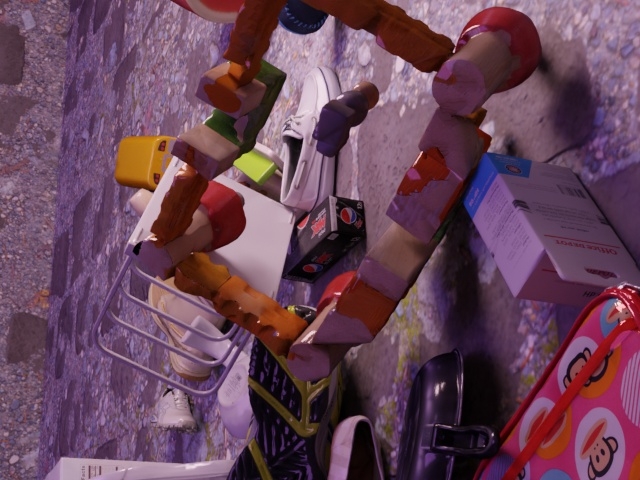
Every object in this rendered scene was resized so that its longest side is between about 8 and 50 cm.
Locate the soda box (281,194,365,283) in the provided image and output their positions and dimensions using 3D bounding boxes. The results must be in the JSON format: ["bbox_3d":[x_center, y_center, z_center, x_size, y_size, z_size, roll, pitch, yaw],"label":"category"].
[{"bbox_3d":[0.000,0.000,1.485,0.169,0.053,0.060,-43,45,53],"label":"soda box"}]

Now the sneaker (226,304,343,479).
[{"bbox_3d":[-0.032,0.278,1.392,0.147,0.145,0.385,11,-88,-74],"label":"sneaker"}]

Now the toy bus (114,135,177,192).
[{"bbox_3d":[-0.322,-0.148,2.130,0.332,0.130,0.108,12,93,65],"label":"toy bus"}]

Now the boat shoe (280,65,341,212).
[{"bbox_3d":[-0.019,-0.153,1.546,0.083,0.075,0.226,-32,54,58],"label":"boat shoe"}]

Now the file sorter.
[{"bbox_3d":[-0.169,0.044,1.433,0.173,0.192,0.278,-59,9,27],"label":"file sorter"}]

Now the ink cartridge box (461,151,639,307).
[{"bbox_3d":[0.211,0.002,0.971,0.060,0.104,0.180,-64,30,33],"label":"ink cartridge box"}]

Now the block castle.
[{"bbox_3d":[0.015,-0.098,1.167,0.213,0.303,0.453,-44,-16,-56],"label":"block castle"}]

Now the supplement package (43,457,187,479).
[{"bbox_3d":[-0.331,0.492,1.789,0.199,0.262,0.198,133,138,-52],"label":"supplement package"}]

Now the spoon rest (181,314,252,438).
[{"bbox_3d":[-0.129,0.208,1.666,0.137,0.084,0.276,-56,35,5],"label":"spoon rest"}]

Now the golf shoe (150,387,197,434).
[{"bbox_3d":[-0.267,0.308,1.951,0.176,0.069,0.086,-5,72,64],"label":"golf shoe"}]

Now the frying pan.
[{"bbox_3d":[0.113,0.220,1.048,0.326,0.053,0.197,-78,-2,-79],"label":"frying pan"}]

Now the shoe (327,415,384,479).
[{"bbox_3d":[0.039,0.316,1.273,0.058,0.076,0.219,141,134,-64],"label":"shoe"}]

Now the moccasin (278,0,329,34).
[{"bbox_3d":[0.000,-0.473,1.540,0.116,0.137,0.342,9,91,61],"label":"moccasin"}]

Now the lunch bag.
[{"bbox_3d":[0.237,0.187,0.856,0.258,0.120,0.293,-105,33,-49],"label":"lunch bag"}]

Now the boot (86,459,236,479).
[{"bbox_3d":[-0.244,0.418,1.654,0.095,0.258,0.124,87,176,-66],"label":"boot"}]

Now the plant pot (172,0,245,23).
[{"bbox_3d":[-0.195,-0.514,1.850,0.243,0.274,0.275,53,130,45],"label":"plant pot"}]

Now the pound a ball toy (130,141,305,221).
[{"bbox_3d":[-0.162,-0.058,1.713,0.208,0.136,0.319,-45,26,-7],"label":"pound a ball toy"}]

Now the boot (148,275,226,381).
[{"bbox_3d":[-0.223,0.091,1.884,0.204,0.095,0.262,-67,30,30],"label":"boot"}]
